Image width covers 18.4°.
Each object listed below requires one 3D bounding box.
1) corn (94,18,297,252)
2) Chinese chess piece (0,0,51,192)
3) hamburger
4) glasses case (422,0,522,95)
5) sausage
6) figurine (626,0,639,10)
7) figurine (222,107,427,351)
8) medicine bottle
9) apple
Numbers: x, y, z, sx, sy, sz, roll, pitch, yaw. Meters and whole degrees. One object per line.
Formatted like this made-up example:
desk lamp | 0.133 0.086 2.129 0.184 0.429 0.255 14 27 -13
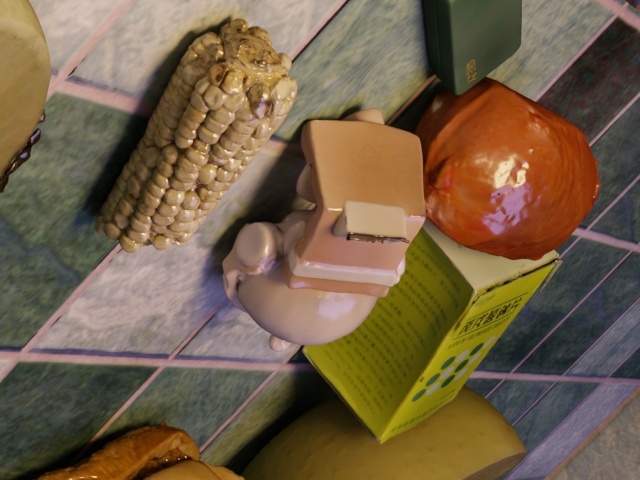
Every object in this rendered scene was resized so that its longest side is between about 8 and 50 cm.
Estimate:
corn | -0.089 -0.062 1.422 0.087 0.087 0.211 -18 148 -49
Chinese chess piece | -0.255 -0.071 1.079 0.238 0.092 0.238 -36 159 -17
hamburger | -0.214 0.312 1.872 0.318 0.158 0.318 -34 158 -16
glasses case | 0.126 -0.189 1.626 0.078 0.039 0.184 -39 160 -9
sausage | 0.163 -0.062 1.789 0.141 0.153 0.268 -61 160 6
figurine | 0.265 -0.276 1.528 0.161 0.158 0.275 -34 161 6
figurine | 0.001 0.003 1.693 0.162 0.141 0.237 1 144 -22
medicine bottle | 0.109 0.064 1.988 0.137 0.141 0.250 -18 149 -42
apple | 0.047 0.313 2.178 0.360 0.311 0.320 -28 120 -16
